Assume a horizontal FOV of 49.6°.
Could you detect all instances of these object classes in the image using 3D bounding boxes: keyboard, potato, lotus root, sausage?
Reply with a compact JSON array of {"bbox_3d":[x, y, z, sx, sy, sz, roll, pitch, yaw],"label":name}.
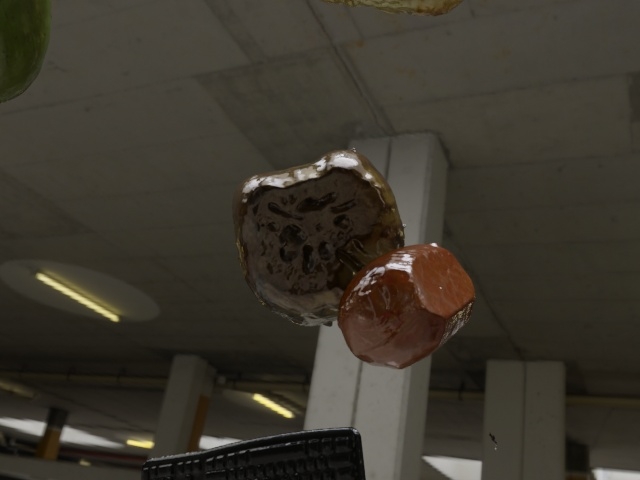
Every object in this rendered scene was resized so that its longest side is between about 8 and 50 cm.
[{"bbox_3d":[-0.028,0.227,0.626,0.381,0.104,0.041,-16,-23,25],"label":"keyboard"},{"bbox_3d":[-0.489,-0.336,0.970,0.215,0.216,0.304,11,-45,-2],"label":"potato"},{"bbox_3d":[0.000,0.000,1.130,0.316,0.316,0.250,7,-1,6],"label":"lotus root"},{"bbox_3d":[0.121,0.089,0.979,0.141,0.153,0.268,-40,-9,26],"label":"sausage"}]

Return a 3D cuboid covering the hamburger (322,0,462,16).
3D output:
[{"bbox_3d":[0.095,-0.375,0.818,0.329,0.209,0.162,-4,-31,-10],"label":"hamburger"}]
